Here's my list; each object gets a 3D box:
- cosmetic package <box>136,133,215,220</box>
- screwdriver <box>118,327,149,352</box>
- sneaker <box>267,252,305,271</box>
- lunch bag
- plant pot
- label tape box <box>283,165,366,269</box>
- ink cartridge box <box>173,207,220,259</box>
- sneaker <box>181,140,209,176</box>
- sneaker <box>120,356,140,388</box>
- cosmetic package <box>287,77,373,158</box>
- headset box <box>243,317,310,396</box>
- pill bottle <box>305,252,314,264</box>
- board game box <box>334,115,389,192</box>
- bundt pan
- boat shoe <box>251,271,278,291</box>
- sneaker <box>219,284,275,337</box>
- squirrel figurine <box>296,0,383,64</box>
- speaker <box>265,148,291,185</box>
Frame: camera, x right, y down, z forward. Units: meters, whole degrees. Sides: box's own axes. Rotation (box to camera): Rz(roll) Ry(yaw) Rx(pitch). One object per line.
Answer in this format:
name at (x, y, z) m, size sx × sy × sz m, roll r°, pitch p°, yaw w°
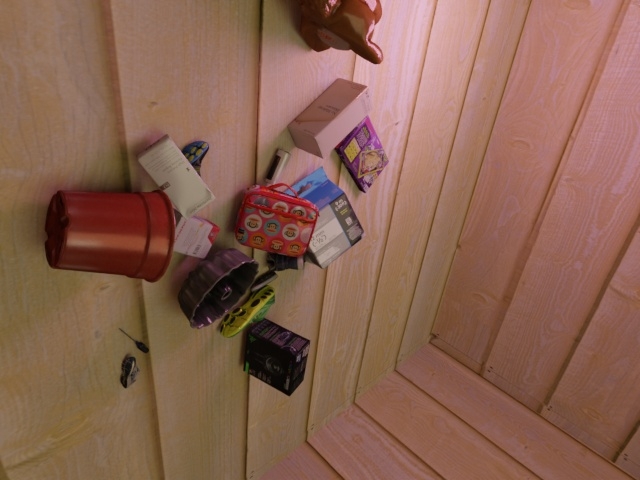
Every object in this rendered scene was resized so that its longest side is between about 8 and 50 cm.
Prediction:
cosmetic package at (-0.429, -0.187, 1.369) m, size 0.117 × 0.085 × 0.231 m, roll -38°, pitch 120°, yaw -7°
screwdriver at (-0.659, 0.350, 1.619) m, size 0.170 × 0.024 × 0.025 m, roll 68°, pitch 31°, yaw -41°
sneaker at (-0.147, 0.073, 1.991) m, size 0.226 × 0.163 × 0.086 m, roll -78°, pitch 162°, yaw -77°
lunch bag at (-0.161, -0.087, 1.719) m, size 0.292 × 0.120 × 0.259 m, roll 13°, pitch 109°, yaw -18°
plant pot at (-0.580, -0.021, 1.248) m, size 0.264 × 0.272 × 0.273 m, roll 5°, pitch 112°, yaw -44°
label tape box at (0.007, -0.093, 1.903) m, size 0.249 × 0.115 × 0.348 m, roll -37°, pitch 120°, yaw -13°
ink cartridge box at (-0.447, -0.022, 1.552) m, size 0.175 × 0.072 × 0.128 m, roll 24°, pitch 97°, yaw -55°
sneaker at (-0.412, -0.234, 1.457) m, size 0.188 × 0.067 × 0.078 m, roll -60°, pitch 157°, yaw 5°
sneaker at (-0.683, 0.467, 1.654) m, size 0.058 × 0.052 × 0.135 m, roll -19°, pitch 137°, yaw -55°
cosmetic package at (0.042, -0.471, 1.751) m, size 0.309 × 0.160 × 0.113 m, roll -47°, pitch 142°, yaw -18°
headset box at (-0.210, 0.520, 2.079) m, size 0.131 × 0.282 × 0.247 m, roll -35°, pitch 142°, yaw -54°
pill bottle at (0.000, 0.000, 2.080) m, size 0.119 × 0.119 × 0.209 m, roll -7°, pitch 120°, yaw -49°
board game box at (0.197, -0.392, 2.099) m, size 0.208 × 0.056 × 0.347 m, roll -49°, pitch 144°, yaw -7°
bundt pan at (-0.383, 0.160, 1.668) m, size 0.331 × 0.124 × 0.331 m, roll -46°, pitch 164°, yaw -17°
boat shoe at (-0.247, 0.174, 1.973) m, size 0.142 × 0.040 × 0.049 m, roll -30°, pitch 173°, yaw -36°
sneaker at (-0.297, 0.321, 1.960) m, size 0.295 × 0.109 × 0.124 m, roll -40°, pitch 137°, yaw -26°
squirrel figurine at (0.083, -0.831, 1.449) m, size 0.397 × 0.280 × 0.371 m, roll 24°, pitch 90°, yaw -57°
speaker at (-0.160, -0.277, 1.734) m, size 0.055 × 0.055 × 0.136 m, roll 13°, pitch 105°, yaw -54°
